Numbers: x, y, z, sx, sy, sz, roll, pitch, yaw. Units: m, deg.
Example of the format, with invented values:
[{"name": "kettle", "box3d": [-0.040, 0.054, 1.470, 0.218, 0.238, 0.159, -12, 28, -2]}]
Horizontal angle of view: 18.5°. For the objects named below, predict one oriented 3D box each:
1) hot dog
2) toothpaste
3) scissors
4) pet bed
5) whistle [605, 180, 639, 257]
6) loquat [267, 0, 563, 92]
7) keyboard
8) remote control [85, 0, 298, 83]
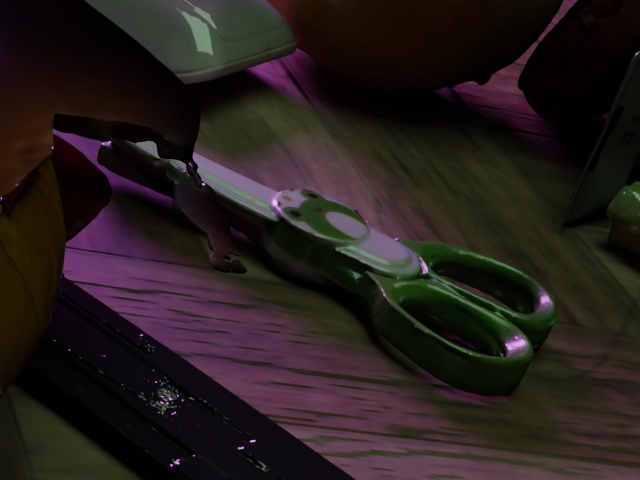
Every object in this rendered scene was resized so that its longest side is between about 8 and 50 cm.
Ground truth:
[{"name": "hot dog", "box3d": [-0.143, 0.009, 0.585, 0.194, 0.107, 0.326, 34, 24, 20]}, {"name": "toothpaste", "box3d": [0.193, -0.070, 1.059, 0.061, 0.096, 0.266, 28, 21, 22]}, {"name": "scissors", "box3d": [0.000, 0.000, 0.823, 0.204, 0.027, 0.101, 27, 23, 10]}, {"name": "pet bed", "box3d": [0.192, -0.136, 1.088, 0.053, 0.201, 0.201, 52, 31, 11]}, {"name": "whistle", "box3d": [0.223, 0.029, 0.923, 0.198, 0.057, 0.104, 25, 28, 29]}, {"name": "loquat", "box3d": [0.051, -0.161, 1.035, 0.172, 0.204, 0.149, -14, 59, -4]}, {"name": "keyboard", "box3d": [-0.056, 0.057, 0.670, 0.204, 0.013, 0.061, 33, 26, 26]}, {"name": "remote control", "box3d": [-0.160, -0.162, 1.011, 0.313, 0.055, 0.109, 27, 24, 17]}]
